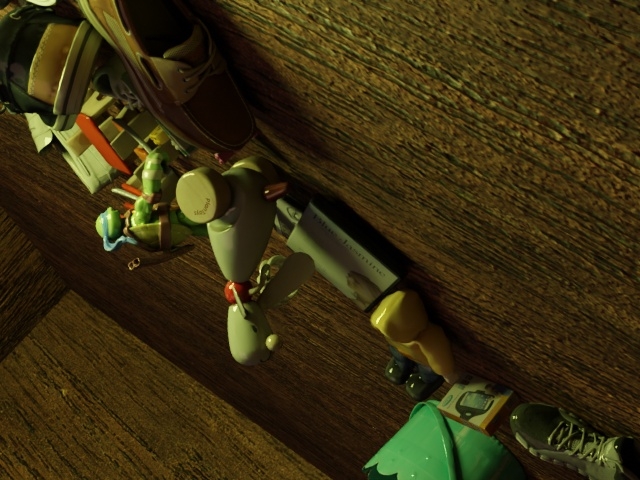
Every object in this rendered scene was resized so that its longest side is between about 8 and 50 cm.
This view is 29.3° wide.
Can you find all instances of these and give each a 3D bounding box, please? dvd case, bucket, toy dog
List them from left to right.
[{"bbox_3d":[-0.088,0.021,1.861,0.161,0.220,0.334,2,128,38],"label":"toy dog"},{"bbox_3d":[0.000,0.000,1.992,0.221,0.018,0.164,36,162,21],"label":"dvd case"},{"bbox_3d":[0.036,0.025,1.908,0.180,0.022,0.253,41,162,2],"label":"dvd case"},{"bbox_3d":[0.236,0.443,2.298,0.281,0.183,0.281,37,162,14],"label":"bucket"}]

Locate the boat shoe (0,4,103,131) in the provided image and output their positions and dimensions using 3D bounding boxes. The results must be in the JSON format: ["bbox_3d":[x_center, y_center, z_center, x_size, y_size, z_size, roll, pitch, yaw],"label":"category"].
[{"bbox_3d":[-0.420,-0.267,1.846,0.156,0.187,0.500,16,-178,-12],"label":"boat shoe"}]

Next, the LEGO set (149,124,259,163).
[{"bbox_3d":[-0.201,-0.168,1.883,0.087,0.093,0.227,50,162,-25],"label":"LEGO set"}]

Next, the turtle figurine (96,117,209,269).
[{"bbox_3d":[-0.233,-0.081,2.042,0.275,0.266,0.198,-95,11,-56],"label":"turtle figurine"}]

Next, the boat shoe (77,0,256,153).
[{"bbox_3d":[-0.197,-0.246,1.637,0.324,0.122,0.120,49,159,-26],"label":"boat shoe"}]

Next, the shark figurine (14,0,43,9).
[{"bbox_3d":[-0.497,-0.327,2.158,0.278,0.116,0.166,-27,77,64],"label":"shark figurine"}]

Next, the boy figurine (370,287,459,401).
[{"bbox_3d":[0.147,0.166,1.958,0.177,0.092,0.285,38,166,23],"label":"boy figurine"}]

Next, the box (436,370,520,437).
[{"bbox_3d":[0.249,0.261,1.980,0.136,0.081,0.028,18,152,52],"label":"box"}]

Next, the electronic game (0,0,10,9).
[{"bbox_3d":[-0.616,-0.488,2.087,0.229,0.048,0.229,32,154,18],"label":"electronic game"}]

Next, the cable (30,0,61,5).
[{"bbox_3d":[-0.450,-0.449,1.746,0.257,0.089,0.257,44,163,-11],"label":"cable"}]

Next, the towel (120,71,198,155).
[{"bbox_3d":[-0.196,-0.210,1.742,0.152,0.113,0.023,50,176,-22],"label":"towel"}]

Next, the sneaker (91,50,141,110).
[{"bbox_3d":[-0.263,-0.235,1.854,0.094,0.091,0.258,51,161,-29],"label":"sneaker"}]

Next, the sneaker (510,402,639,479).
[{"bbox_3d":[0.390,0.290,1.760,0.228,0.086,0.132,29,157,5],"label":"sneaker"}]

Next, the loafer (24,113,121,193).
[{"bbox_3d":[-0.537,-0.225,2.465,0.319,0.111,0.112,40,163,4],"label":"loafer"}]

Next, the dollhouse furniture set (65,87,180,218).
[{"bbox_3d":[-0.377,-0.146,2.262,0.262,0.135,0.259,24,156,46],"label":"dollhouse furniture set"}]
